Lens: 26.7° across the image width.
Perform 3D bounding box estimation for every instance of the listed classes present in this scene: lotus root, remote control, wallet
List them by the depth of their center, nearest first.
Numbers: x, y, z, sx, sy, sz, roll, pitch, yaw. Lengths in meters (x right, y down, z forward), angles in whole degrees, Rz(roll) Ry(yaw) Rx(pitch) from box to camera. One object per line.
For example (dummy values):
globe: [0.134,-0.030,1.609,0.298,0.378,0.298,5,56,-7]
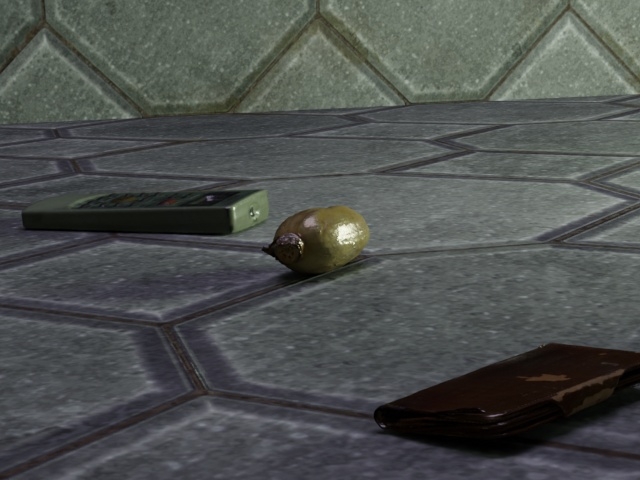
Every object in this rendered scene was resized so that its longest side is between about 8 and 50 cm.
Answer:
wallet: [0.125,0.093,0.829,0.095,0.026,0.176,-1,7,43]
lotus root: [0.000,0.000,1.280,0.073,0.062,0.150,-4,7,32]
remote control: [-0.210,-0.037,1.606,0.285,0.038,0.123,2,11,21]
